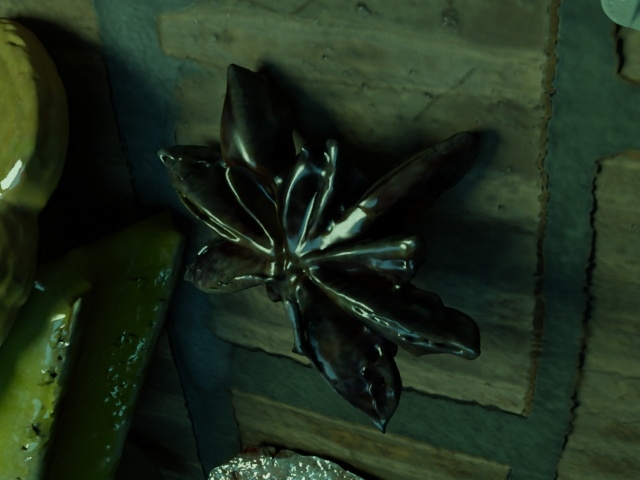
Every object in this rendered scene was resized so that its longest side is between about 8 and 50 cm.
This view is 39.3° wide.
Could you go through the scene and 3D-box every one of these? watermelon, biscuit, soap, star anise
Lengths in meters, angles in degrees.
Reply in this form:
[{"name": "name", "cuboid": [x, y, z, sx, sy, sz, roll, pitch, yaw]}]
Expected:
[{"name": "watermelon", "cuboid": [-0.025, 0.255, 0.899, 0.180, 0.081, 0.094, 1, 112, 8]}, {"name": "biscuit", "cuboid": [-0.321, -0.008, 0.721, 0.376, 0.051, 0.269, -52, 53, 22]}, {"name": "soap", "cuboid": [-0.303, 0.069, 0.827, 0.304, 0.169, 0.339, 31, 117, 20]}, {"name": "star anise", "cuboid": [-0.003, 0.002, 0.642, 0.282, 0.129, 0.212, 24, 129, 19]}]

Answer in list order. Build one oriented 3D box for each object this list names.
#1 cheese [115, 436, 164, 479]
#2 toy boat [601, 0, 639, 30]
[{"name": "cheese", "cuboid": [-0.268, 0.237, 0.979, 0.227, 0.137, 0.064, 39, 113, 20]}, {"name": "toy boat", "cuboid": [0.211, -0.184, 0.367, 0.140, 0.141, 0.269, 19, 147, 12]}]
